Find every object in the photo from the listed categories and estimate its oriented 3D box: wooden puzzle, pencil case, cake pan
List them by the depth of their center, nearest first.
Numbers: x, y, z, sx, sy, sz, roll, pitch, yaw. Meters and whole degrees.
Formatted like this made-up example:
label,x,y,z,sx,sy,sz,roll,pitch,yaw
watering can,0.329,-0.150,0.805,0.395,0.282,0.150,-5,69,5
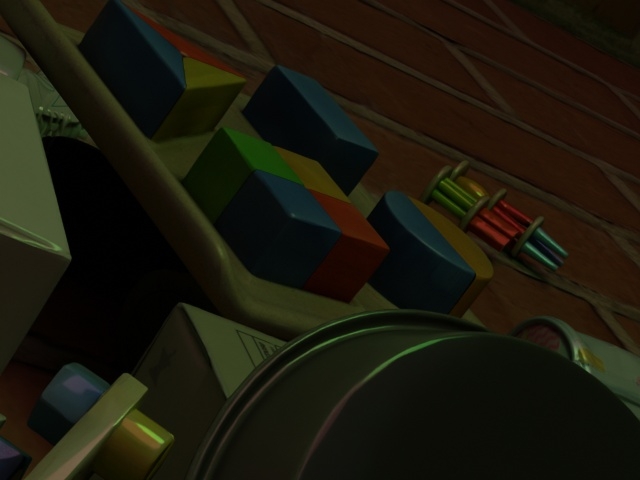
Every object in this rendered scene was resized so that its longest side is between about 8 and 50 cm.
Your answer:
label,x,y,z,sx,sy,sz,roll,pitch,yaw
cake pan,0.068,0.167,0.818,0.293,0.054,0.293,13,68,-35
wooden puzzle,-0.019,-0.039,1.279,0.348,0.080,0.322,24,20,-48
pencil case,0.261,0.150,1.578,0.273,0.114,0.124,22,-1,-31

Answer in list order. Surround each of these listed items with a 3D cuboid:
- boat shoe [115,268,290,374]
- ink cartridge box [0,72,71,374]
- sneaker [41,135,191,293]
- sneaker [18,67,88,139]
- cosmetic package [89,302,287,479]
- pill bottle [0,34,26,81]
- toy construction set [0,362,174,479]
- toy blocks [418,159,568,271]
label,x,y,z,sx,sy,sz,roll,pitch,yaw
boat shoe,0.003,0.125,1.200,0.320,0.118,0.103,37,20,33
ink cartridge box,-0.242,0.026,0.830,0.168,0.233,0.171,24,20,-27
sneaker,-0.124,0.007,1.374,0.221,0.083,0.087,40,4,1
sneaker,-0.217,-0.101,1.507,0.061,0.054,0.152,38,17,5
cosmetic package,0.037,0.162,0.953,0.296,0.129,0.153,24,21,-29
pill bottle,-0.336,-0.130,1.198,0.278,0.162,0.162,30,18,-15
toy construction set,-0.188,0.149,0.632,0.151,0.215,0.327,39,19,20
toy blocks,0.182,-0.017,1.980,0.148,0.054,0.123,38,17,11
